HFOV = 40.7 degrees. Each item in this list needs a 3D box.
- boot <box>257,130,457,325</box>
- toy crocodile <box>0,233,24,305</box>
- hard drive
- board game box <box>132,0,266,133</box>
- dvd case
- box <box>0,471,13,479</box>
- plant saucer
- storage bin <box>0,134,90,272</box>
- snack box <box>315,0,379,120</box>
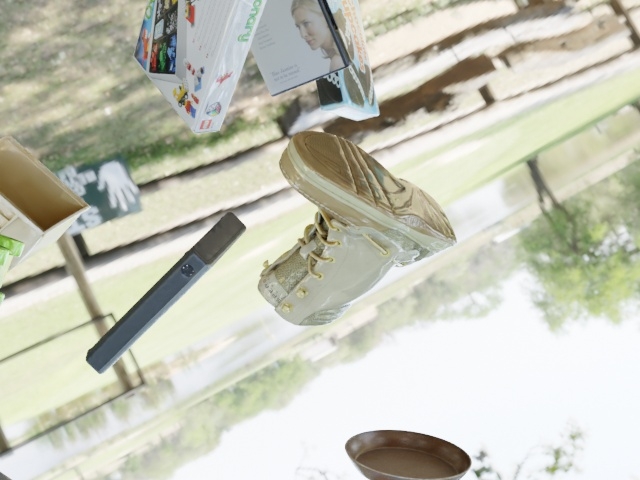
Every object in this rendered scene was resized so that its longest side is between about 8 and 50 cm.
[{"bbox_3d":[0.000,0.000,0.913,0.203,0.095,0.262,-36,147,24],"label":"boot"},{"bbox_3d":[-0.528,0.042,1.307,0.340,0.105,0.115,-165,-84,-80],"label":"toy crocodile"},{"bbox_3d":[-0.121,0.040,0.679,0.135,0.022,0.094,-42,-174,22],"label":"hard drive"},{"bbox_3d":[-0.168,-0.331,1.222,0.053,0.193,0.305,-14,143,-40],"label":"board game box"},{"bbox_3d":[-0.066,-0.396,1.520,0.180,0.253,0.022,-14,-163,36],"label":"dvd case"},{"bbox_3d":[-0.477,0.304,1.011,0.159,0.233,0.044,-60,172,6],"label":"box"},{"bbox_3d":[0.114,0.292,1.141,0.168,0.029,0.168,5,-173,-1],"label":"plant saucer"},{"bbox_3d":[-0.663,-0.090,1.821,0.123,0.260,0.262,-46,-173,14],"label":"storage bin"},{"bbox_3d":[0.036,-0.419,1.793,0.060,0.322,0.187,-12,176,25],"label":"snack box"}]
